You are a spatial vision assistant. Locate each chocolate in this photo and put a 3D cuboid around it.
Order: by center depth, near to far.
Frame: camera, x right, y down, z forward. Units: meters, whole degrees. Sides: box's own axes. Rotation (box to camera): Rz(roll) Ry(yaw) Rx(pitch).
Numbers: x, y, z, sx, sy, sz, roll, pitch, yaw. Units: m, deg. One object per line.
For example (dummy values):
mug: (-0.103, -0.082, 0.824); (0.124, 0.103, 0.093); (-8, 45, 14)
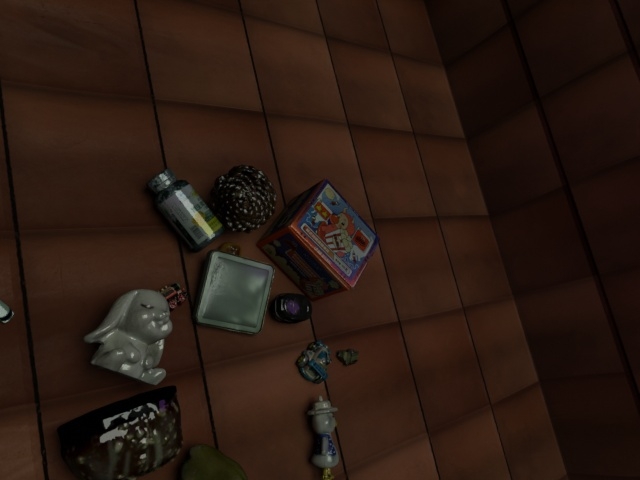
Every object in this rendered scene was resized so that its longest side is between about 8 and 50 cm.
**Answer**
chocolate: (-0.535, 0.563, 1.467); (0.340, 0.225, 0.210); (-12, 89, -41)

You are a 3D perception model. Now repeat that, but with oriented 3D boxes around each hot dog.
hot dog: (-0.342, 0.070, 1.922); (0.090, 0.060, 0.140); (24, 52, -26)

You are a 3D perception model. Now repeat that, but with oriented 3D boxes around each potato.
potato: (-0.309, 0.784, 1.582); (0.218, 0.202, 0.351); (-28, 78, -31)

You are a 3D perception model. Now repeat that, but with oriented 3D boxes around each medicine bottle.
medicine bottle: (-0.475, -0.108, 1.823); (0.293, 0.141, 0.141); (52, 49, -10)

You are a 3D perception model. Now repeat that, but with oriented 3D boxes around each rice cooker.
rice cooker: (-0.112, 0.260, 2.001); (0.165, 0.106, 0.112); (12, 66, -31)

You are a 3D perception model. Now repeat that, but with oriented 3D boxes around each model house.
model house: (0.113, 0.479, 2.138); (0.083, 0.057, 0.058); (6, 96, -58)

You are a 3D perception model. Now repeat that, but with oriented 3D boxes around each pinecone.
pinecone: (-0.278, -0.162, 1.935); (0.246, 0.246, 0.292); (44, 13, -18)

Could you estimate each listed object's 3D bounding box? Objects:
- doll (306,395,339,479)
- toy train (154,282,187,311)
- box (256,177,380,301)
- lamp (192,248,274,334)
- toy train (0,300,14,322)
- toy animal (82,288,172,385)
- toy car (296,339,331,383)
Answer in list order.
doll: (0.016, 0.720, 1.918); (0.138, 0.119, 0.293); (57, 25, -72)
toy train: (-0.509, 0.194, 1.739); (0.138, 0.050, 0.087); (-36, 93, -42)
box: (0.000, 0.000, 2.092); (0.349, 0.257, 0.318); (48, 49, -14)
lamp: (-0.305, 0.187, 1.868); (0.269, 0.047, 0.266); (19, 76, -34)
toy train: (-0.929, 0.150, 1.416); (0.207, 0.047, 0.043); (42, 53, -18)
toy animal: (-0.557, 0.271, 1.565); (0.271, 0.206, 0.265); (43, 55, -50)
toy car: (-0.001, 0.462, 2.015); (0.126, 0.098, 0.161); (51, 51, -14)
